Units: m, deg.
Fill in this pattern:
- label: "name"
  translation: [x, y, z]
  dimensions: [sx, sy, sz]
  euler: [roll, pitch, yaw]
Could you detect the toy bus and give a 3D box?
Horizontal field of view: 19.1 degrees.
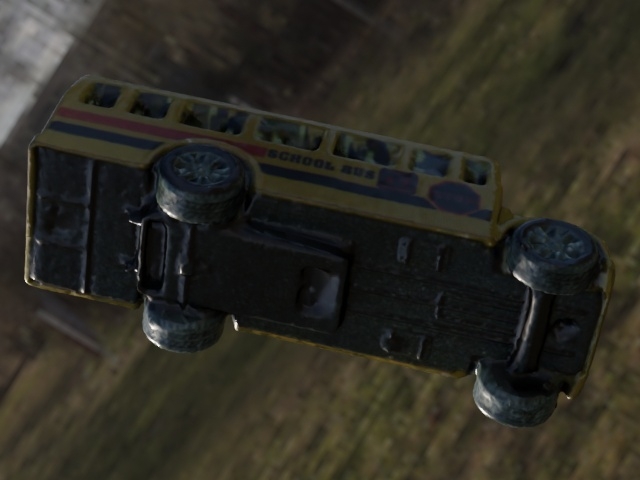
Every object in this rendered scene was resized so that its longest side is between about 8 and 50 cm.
- label: "toy bus"
  translation: [0.000, 0.000, 1.111]
  dimensions: [0.123, 0.335, 0.121]
  euler: [-73, -6, -53]
